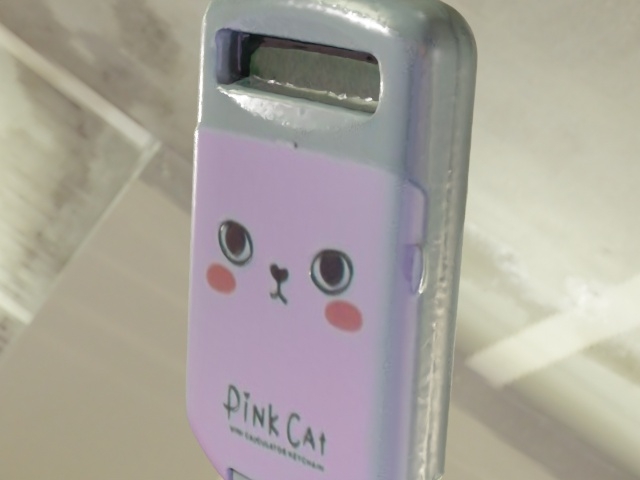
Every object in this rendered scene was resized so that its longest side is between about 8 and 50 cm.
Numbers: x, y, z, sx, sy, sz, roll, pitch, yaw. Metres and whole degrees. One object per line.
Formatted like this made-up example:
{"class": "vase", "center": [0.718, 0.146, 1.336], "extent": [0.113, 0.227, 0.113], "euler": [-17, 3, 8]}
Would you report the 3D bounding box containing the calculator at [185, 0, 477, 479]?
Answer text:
{"class": "calculator", "center": [0.000, 0.000, 0.626], "extent": [0.045, 0.246, 0.141], "euler": [-8, -162, -42]}
